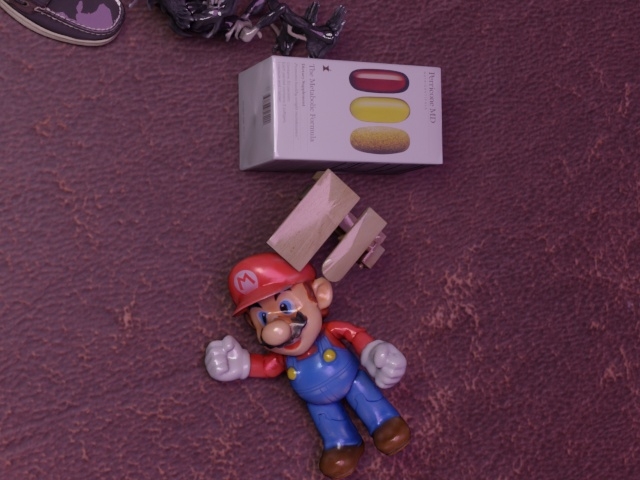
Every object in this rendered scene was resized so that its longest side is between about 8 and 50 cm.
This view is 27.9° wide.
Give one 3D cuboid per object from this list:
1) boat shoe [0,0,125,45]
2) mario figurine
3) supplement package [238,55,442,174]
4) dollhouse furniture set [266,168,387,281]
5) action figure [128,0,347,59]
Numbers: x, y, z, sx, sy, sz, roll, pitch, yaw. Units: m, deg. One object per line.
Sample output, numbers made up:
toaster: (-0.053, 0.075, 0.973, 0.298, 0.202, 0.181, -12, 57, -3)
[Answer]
boat shoe: (-0.366, -0.337, 1.593, 0.285, 0.092, 0.103, 33, 74, -18)
mario figurine: (-0.019, 0.163, 1.666, 0.198, 0.170, 0.320, -36, 102, -19)
supplement package: (0.026, -0.163, 1.726, 0.244, 0.134, 0.139, 0, 87, -23)
dollhouse furniture set: (0.000, 0.000, 1.699, 0.144, 0.151, 0.123, 42, 79, -15)
action figure: (-0.113, -0.319, 1.669, 0.276, 0.164, 0.141, 12, 105, -30)
